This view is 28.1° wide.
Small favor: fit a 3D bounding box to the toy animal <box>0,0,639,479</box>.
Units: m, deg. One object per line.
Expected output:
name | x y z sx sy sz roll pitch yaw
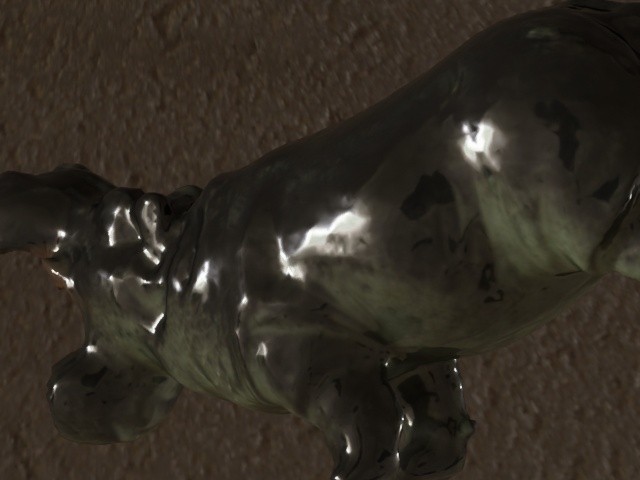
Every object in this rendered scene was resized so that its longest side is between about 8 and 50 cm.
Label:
toy animal | -0.002 0.017 0.509 0.343 0.106 0.168 -12 79 28
